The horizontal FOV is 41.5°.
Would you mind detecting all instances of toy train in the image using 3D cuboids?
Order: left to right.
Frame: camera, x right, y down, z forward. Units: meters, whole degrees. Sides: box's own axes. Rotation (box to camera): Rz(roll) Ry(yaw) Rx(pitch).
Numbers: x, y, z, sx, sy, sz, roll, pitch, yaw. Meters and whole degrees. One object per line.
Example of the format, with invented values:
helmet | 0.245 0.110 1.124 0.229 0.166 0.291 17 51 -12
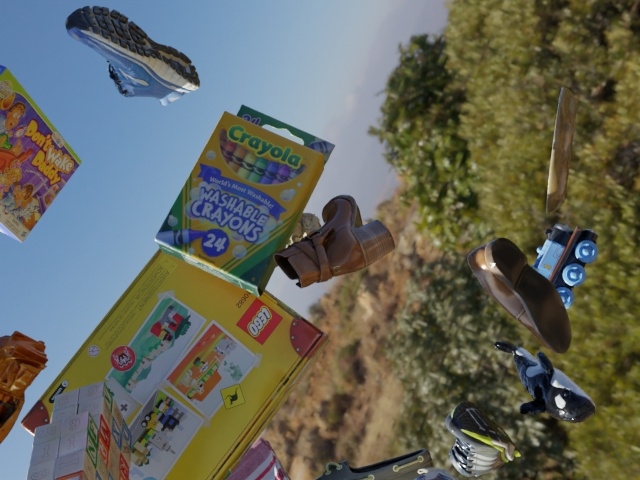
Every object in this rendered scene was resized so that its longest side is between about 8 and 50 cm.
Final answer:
toy train | 0.453 0.052 1.604 0.184 0.105 0.080 -64 -17 4

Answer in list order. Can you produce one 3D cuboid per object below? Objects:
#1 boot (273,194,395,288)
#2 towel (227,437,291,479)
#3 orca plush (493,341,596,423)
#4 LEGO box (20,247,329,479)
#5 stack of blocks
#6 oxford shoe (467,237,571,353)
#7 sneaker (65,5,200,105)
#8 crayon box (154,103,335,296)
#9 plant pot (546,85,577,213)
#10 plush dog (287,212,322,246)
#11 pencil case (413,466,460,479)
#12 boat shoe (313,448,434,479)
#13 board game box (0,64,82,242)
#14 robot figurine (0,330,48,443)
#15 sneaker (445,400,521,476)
boot | 0.000 0.000 1.237 0.197 0.152 0.073 33 144 63
towel | -0.164 0.680 2.127 0.237 0.037 0.329 -44 40 0
orca plush | 0.416 0.286 1.649 0.102 0.151 0.287 -37 36 -3
LEGO box | -0.277 0.283 1.696 0.500 0.372 0.193 -52 -10 -7
stack of blocks | -0.363 0.348 1.291 0.297 0.087 0.171 -109 2 -60
oxford shoe | 0.299 0.085 1.263 0.076 0.212 0.076 -47 14 -34
sneaker | -0.422 -0.383 1.846 0.147 0.330 0.130 -37 49 23
crayon box | -0.130 -0.090 1.519 0.083 0.203 0.323 88 -153 -74
plant pot | 0.447 -0.165 1.559 0.236 0.032 0.236 7 -90 -74
plush dog | -0.133 -0.055 1.890 0.225 0.210 0.262 -48 -63 -75
pencil case | 0.296 0.454 1.267 0.410 0.160 0.183 -1 67 49
boat shoe | 0.056 0.436 1.508 0.109 0.305 0.091 91 172 -80
board game box | -0.666 -0.180 1.770 0.233 0.078 0.347 -59 -23 -18
robot figurine | -0.429 0.191 0.864 0.291 0.211 0.085 -50 31 5
sneaker | 0.311 0.416 1.696 0.121 0.111 0.300 -43 -38 4
